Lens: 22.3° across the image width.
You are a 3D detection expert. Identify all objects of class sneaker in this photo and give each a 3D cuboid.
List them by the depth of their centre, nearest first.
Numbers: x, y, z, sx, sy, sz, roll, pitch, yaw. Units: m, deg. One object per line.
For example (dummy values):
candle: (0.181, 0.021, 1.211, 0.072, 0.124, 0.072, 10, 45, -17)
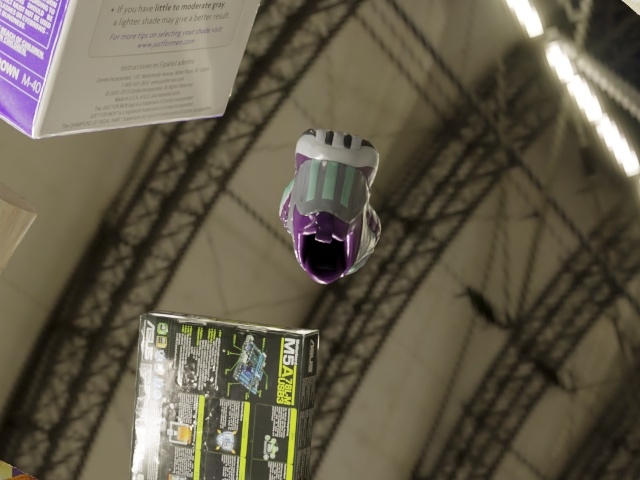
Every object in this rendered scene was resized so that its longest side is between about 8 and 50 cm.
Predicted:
sneaker: (0.000, 0.000, 1.276, 0.223, 0.083, 0.098, 84, -164, -67)

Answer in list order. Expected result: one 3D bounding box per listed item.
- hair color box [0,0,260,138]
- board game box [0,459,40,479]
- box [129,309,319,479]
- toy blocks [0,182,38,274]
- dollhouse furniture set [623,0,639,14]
hair color box: (-0.101, -0.240, 0.989, 0.185, 0.110, 0.339, -13, -49, -54)
board game box: (-0.321, 0.243, 0.988, 0.233, 0.078, 0.347, 26, -145, 2)
box: (-0.097, 0.172, 1.607, 0.045, 0.184, 0.190, -5, -81, -69)
toy blocks: (-0.305, 0.029, 0.546, 0.288, 0.260, 0.309, 33, -176, 4)
dollhouse furniture set: (0.203, -0.204, 1.030, 0.091, 0.114, 0.081, 0, -143, -42)
